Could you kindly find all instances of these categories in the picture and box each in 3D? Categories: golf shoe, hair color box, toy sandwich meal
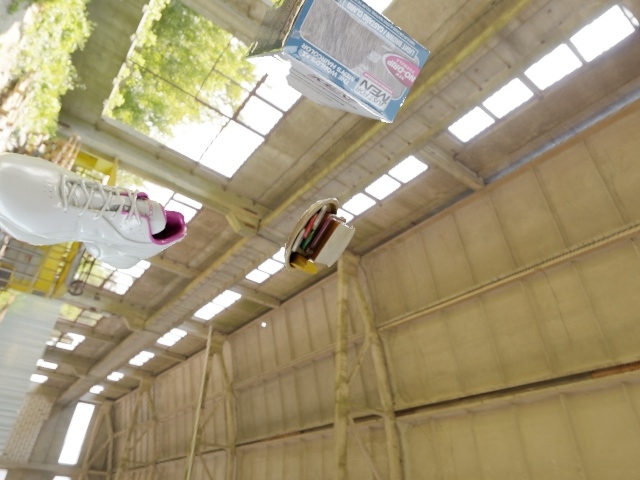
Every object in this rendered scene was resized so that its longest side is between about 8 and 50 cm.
[{"bbox_3d":[-0.301,-0.046,0.591,0.140,0.306,0.115,-15,-106,9],"label":"golf shoe"},{"bbox_3d":[0.000,-0.287,0.676,0.105,0.174,0.347,-61,-155,11],"label":"hair color box"},{"bbox_3d":[0.000,0.000,0.393,0.029,0.085,0.085,34,-80,17],"label":"toy sandwich meal"}]
